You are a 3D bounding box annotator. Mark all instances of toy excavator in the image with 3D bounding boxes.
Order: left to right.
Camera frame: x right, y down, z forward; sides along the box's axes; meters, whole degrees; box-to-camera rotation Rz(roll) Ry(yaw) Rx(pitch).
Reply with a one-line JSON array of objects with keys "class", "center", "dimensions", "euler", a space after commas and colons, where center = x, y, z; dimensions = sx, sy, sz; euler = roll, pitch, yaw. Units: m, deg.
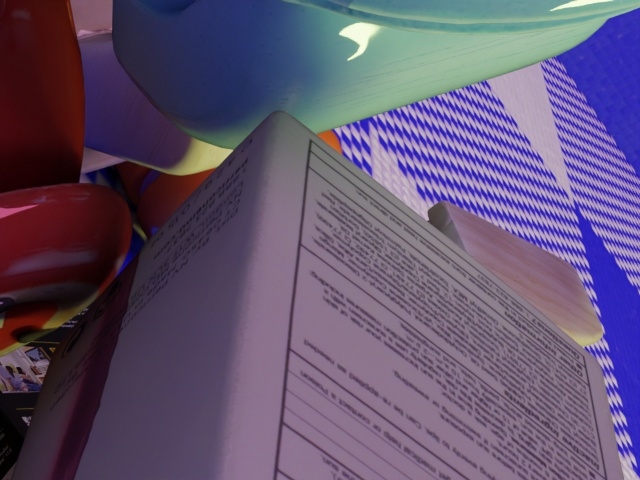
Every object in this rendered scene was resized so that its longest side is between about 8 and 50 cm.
[{"class": "toy excavator", "center": [-0.030, -0.130, 0.675], "dimensions": [0.433, 0.222, 0.445], "euler": [46, -37, 39]}]

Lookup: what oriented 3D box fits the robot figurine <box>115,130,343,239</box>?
[{"class": "robot figurine", "center": [-0.064, -0.075, 1.005], "dimensions": [0.128, 0.158, 0.219], "euler": [-8, 66, -37]}]

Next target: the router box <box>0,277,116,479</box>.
[{"class": "router box", "center": [-0.101, 0.068, 0.730], "dimensions": [0.133, 0.046, 0.179], "euler": [46, 17, 26]}]

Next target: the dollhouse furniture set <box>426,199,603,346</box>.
[{"class": "dollhouse furniture set", "center": [0.094, 0.183, 0.877], "dimensions": [0.286, 0.198, 0.303], "euler": [23, 40, -52]}]

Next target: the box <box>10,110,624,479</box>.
[{"class": "box", "center": [-0.002, 0.092, 0.486], "dimensions": [0.148, 0.127, 0.232], "euler": [38, 23, -15]}]

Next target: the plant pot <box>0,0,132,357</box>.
[{"class": "plant pot", "center": [-0.166, -0.036, 0.584], "dimensions": [0.174, 0.191, 0.191], "euler": [68, 19, 7]}]
